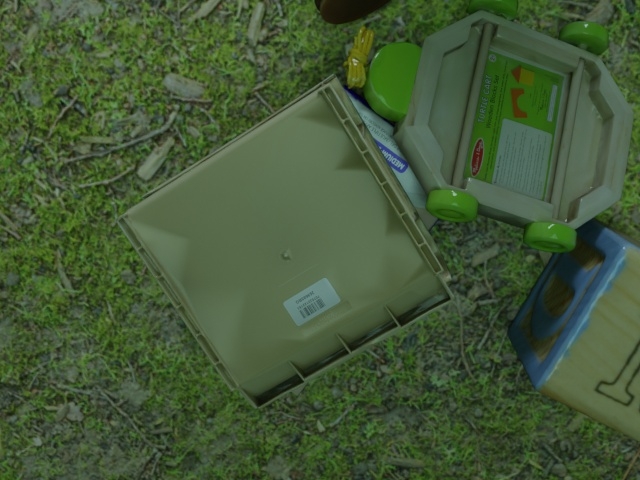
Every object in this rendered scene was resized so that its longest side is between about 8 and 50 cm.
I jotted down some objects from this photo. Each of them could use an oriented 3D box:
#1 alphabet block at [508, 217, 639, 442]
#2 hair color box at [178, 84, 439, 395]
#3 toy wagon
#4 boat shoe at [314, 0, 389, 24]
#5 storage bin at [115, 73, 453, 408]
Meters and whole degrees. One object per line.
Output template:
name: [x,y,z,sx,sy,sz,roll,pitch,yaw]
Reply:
alphabet block: [0.366,0.106,0.889,0.197,0.192,0.193,27,105,-2]
hair color box: [0.000,0.000,0.925,0.185,0.110,0.338,35,104,-6]
toy wagon: [0.185,-0.145,0.837,0.345,0.068,0.267,17,76,-11]
boat shoe: [0.079,-0.331,0.867,0.207,0.073,0.073,-32,62,6]
storage bin: [-0.030,0.003,0.812,0.262,0.123,0.260,-31,99,9]
